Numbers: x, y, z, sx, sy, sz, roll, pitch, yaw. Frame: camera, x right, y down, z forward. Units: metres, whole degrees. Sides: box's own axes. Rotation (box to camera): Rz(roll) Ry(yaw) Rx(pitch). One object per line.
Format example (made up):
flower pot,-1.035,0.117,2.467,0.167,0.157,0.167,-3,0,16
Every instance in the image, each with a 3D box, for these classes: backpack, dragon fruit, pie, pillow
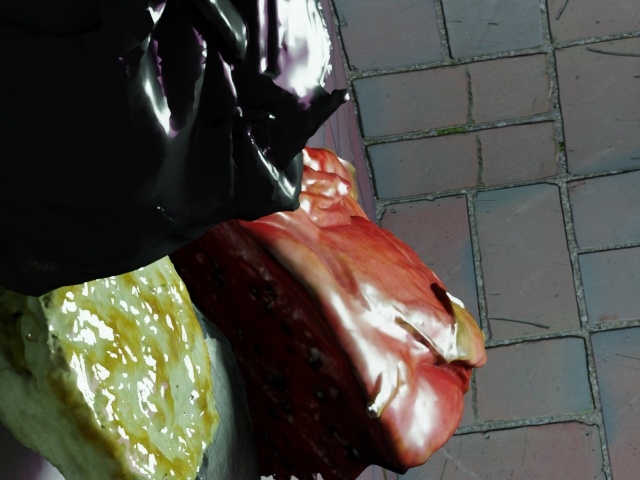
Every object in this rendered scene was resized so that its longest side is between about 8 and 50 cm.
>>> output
backpack,-0.123,-0.220,0.921,0.363,0.255,0.445,-101,175,-47
dragon fruit,0.008,-0.004,1.470,0.286,0.228,0.329,-12,-75,62
pie,-0.134,0.051,1.148,0.201,0.090,0.248,60,15,-14
pillow,-0.095,0.161,1.395,0.335,0.093,0.161,77,12,-46
